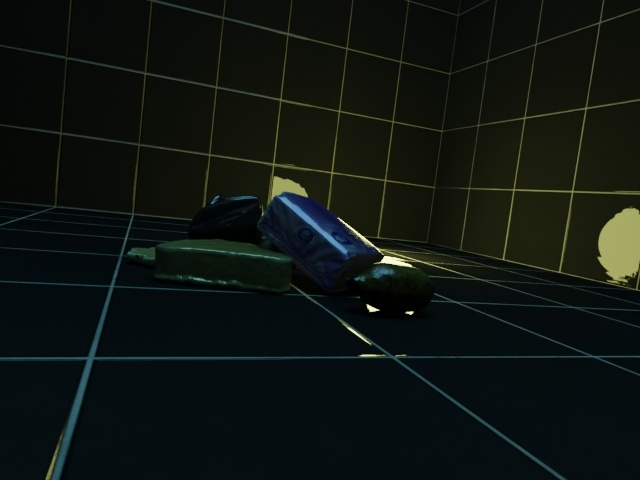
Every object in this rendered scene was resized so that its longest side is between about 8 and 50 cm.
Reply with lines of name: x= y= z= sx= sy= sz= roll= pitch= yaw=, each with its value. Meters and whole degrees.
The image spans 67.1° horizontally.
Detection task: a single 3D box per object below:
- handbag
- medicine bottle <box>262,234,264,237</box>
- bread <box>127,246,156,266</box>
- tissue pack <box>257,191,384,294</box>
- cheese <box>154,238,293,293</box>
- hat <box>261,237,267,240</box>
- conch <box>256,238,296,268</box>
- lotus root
handbag: x=-0.345 y=-0.057 z=1.722 sx=0.274 sy=0.178 sz=0.302 roll=-3 pitch=-14 yaw=-10
medicine bottle: x=-0.337 y=-0.030 z=2.096 sx=0.167 sy=0.105 sz=0.105 roll=-24 pitch=13 yaw=-14
bread: x=-0.519 y=0.054 z=1.588 sx=0.181 sy=0.039 sz=0.250 roll=9 pitch=5 yaw=26
tissue pack: x=0.000 y=0.000 z=1.510 sx=0.338 sy=0.160 sz=0.242 roll=41 pitch=19 yaw=25
cheese: x=-0.302 y=0.064 z=1.391 sx=0.383 sy=0.105 sz=0.384 roll=7 pitch=5 yaw=-1
hat: x=-0.278 y=0.006 z=2.211 sx=0.205 sy=0.089 sz=0.205 roll=6 pitch=4 yaw=0
conch: x=-0.153 y=0.052 z=1.636 sx=0.175 sy=0.122 sz=0.188 roll=13 pitch=4 yaw=5
lotus root: x=0.180 y=0.123 z=1.249 sx=0.260 sy=0.129 sz=0.145 roll=10 pitch=-11 yaw=-28
